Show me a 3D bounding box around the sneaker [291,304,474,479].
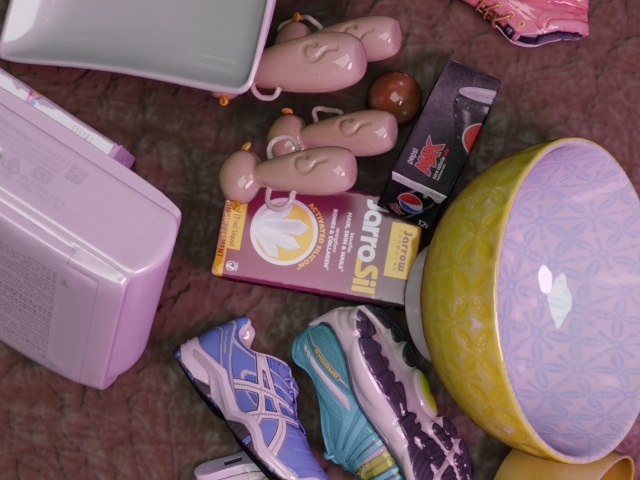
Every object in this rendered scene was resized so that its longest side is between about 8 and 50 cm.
[{"bbox_3d":[0.062,0.191,1.613,0.110,0.107,0.275,-21,94,35],"label":"sneaker"}]

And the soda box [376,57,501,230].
[{"bbox_3d":[0.111,-0.091,1.595,0.060,0.053,0.169,25,51,3],"label":"soda box"}]

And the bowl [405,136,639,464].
[{"bbox_3d":[0.172,0.056,1.555,0.156,0.289,0.289,-4,85,39],"label":"bowl"}]

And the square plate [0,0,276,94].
[{"bbox_3d":[-0.133,-0.310,1.584,0.347,0.049,0.344,12,85,40],"label":"square plate"}]

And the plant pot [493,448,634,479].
[{"bbox_3d":[0.213,0.237,1.589,0.095,0.134,0.134,27,87,28],"label":"plant pot"}]

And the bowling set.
[{"bbox_3d":[-0.007,-0.135,1.593,0.154,0.200,0.287,-4,68,24],"label":"bowling set"}]

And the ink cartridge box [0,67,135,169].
[{"bbox_3d":[-0.271,-0.100,1.613,0.175,0.127,0.072,33,88,3],"label":"ink cartridge box"}]

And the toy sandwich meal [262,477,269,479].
[{"bbox_3d":[-0.034,0.257,1.620,0.086,0.029,0.085,-3,108,-8],"label":"toy sandwich meal"}]

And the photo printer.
[{"bbox_3d":[-0.256,0.005,1.524,0.256,0.307,0.107,32,63,5],"label":"photo printer"}]

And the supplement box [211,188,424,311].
[{"bbox_3d":[0.000,0.000,1.622,0.188,0.081,0.104,10,86,2],"label":"supplement box"}]

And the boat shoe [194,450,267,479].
[{"bbox_3d":[-0.068,0.222,1.637,0.100,0.035,0.035,-15,113,-3],"label":"boat shoe"}]

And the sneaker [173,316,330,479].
[{"bbox_3d":[-0.050,0.156,1.596,0.081,0.080,0.211,-36,67,-9],"label":"sneaker"}]

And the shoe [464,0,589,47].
[{"bbox_3d":[0.170,-0.229,1.641,0.178,0.063,0.081,0,81,-3],"label":"shoe"}]
